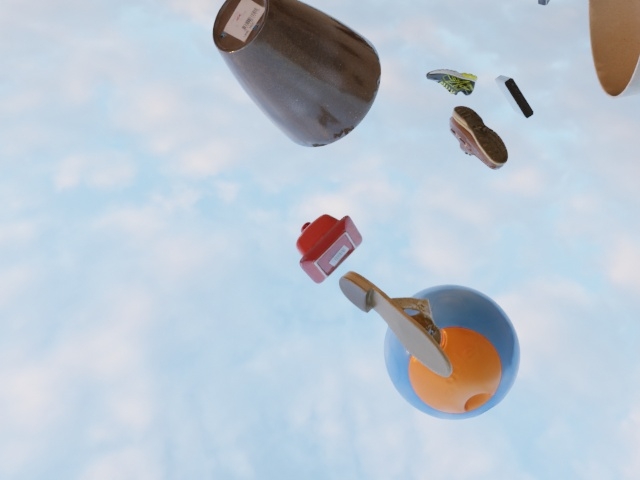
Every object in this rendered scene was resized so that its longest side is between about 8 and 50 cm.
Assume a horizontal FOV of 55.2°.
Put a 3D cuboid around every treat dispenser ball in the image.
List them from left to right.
[{"bbox_3d":[0.281,0.239,1.325,0.288,0.288,0.288,7,-136,-7],"label":"treat dispenser ball"}]

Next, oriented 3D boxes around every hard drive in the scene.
[{"bbox_3d":[0.431,-0.323,1.364,0.094,0.022,0.135,54,-164,-10],"label":"hard drive"}]

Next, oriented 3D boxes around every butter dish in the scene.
[{"bbox_3d":[0.000,0.000,1.437,0.160,0.160,0.118,-46,-120,-5],"label":"butter dish"}]

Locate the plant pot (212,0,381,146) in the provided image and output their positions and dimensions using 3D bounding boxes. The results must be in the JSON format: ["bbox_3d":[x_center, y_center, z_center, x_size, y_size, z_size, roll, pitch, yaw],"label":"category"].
[{"bbox_3d":[-0.052,-0.290,0.965,0.230,0.215,0.215,24,-156,-54],"label":"plant pot"}]

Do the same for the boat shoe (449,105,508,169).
[{"bbox_3d":[0.320,-0.202,1.251,0.064,0.060,0.178,-7,-131,-25],"label":"boat shoe"}]

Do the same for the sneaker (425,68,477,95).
[{"bbox_3d":[0.203,-0.244,0.947,0.083,0.035,0.031,6,-172,-9],"label":"sneaker"}]

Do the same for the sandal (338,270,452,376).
[{"bbox_3d":[0.142,0.113,1.005,0.079,0.088,0.240,-38,-120,-26],"label":"sandal"}]

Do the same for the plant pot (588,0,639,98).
[{"bbox_3d":[0.455,-0.323,0.736,0.191,0.284,0.284,-3,-137,12],"label":"plant pot"}]

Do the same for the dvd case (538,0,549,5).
[{"bbox_3d":[0.595,-0.741,1.527,0.029,0.238,0.179,26,-107,29],"label":"dvd case"}]
